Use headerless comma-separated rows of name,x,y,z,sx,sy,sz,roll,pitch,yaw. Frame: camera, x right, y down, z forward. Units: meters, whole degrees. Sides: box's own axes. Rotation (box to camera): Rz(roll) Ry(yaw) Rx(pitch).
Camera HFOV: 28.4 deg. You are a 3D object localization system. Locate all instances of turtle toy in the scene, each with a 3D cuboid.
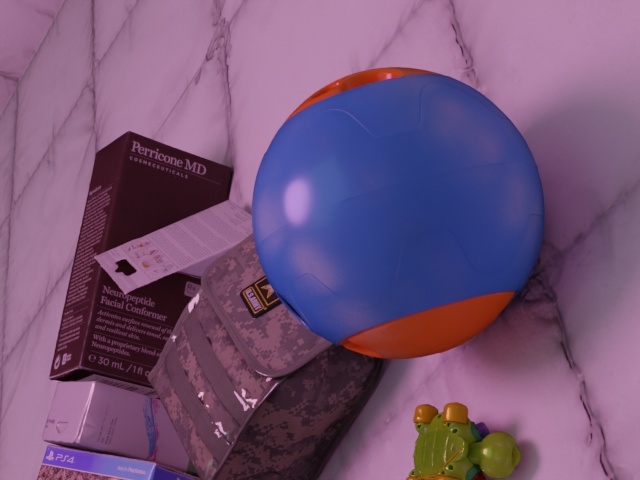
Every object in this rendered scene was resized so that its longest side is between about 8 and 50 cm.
turtle toy,0.138,0.208,1.229,0.130,0.066,0.095,-16,61,57

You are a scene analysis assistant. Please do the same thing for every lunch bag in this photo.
lunch bag,-0.058,0.135,1.516,0.287,0.169,0.235,-59,39,19

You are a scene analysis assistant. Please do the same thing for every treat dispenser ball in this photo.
treat dispenser ball,0.075,-0.027,1.252,0.288,0.288,0.288,-40,41,45

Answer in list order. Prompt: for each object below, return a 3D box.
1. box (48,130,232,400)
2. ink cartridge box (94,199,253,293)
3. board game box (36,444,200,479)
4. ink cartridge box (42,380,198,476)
box,-0.274,0.046,1.956,0.143,0.191,0.381,-24,54,55
ink cartridge box,-0.192,0.023,1.810,0.181,0.224,0.056,34,146,62
board game box,-0.283,0.438,1.670,0.232,0.141,0.291,-1,67,41
ink cartridge box,-0.259,0.265,1.761,0.154,0.212,0.093,-13,61,59
